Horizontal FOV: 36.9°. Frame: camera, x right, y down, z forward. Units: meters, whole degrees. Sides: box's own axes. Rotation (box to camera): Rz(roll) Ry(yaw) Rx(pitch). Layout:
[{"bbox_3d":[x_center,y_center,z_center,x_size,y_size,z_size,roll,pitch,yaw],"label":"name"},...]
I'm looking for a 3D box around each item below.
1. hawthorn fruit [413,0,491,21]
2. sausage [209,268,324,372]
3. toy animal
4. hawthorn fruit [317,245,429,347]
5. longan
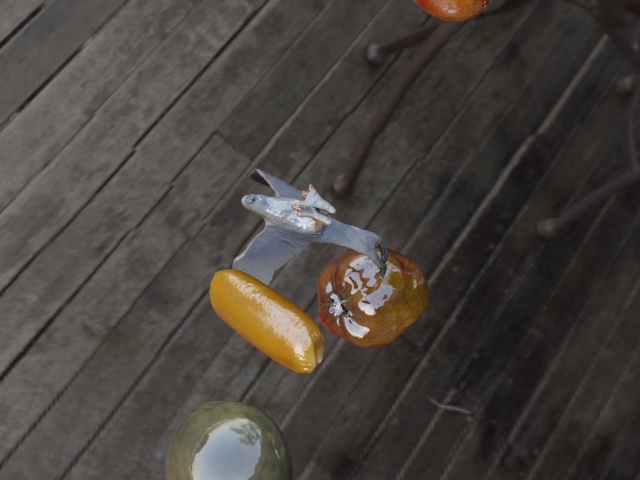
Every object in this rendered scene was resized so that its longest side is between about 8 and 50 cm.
[{"bbox_3d":[0.252,-0.504,1.852,0.173,0.173,0.172,4,82,-30],"label":"hawthorn fruit"},{"bbox_3d":[-0.084,0.124,1.513,0.098,0.238,0.098,-32,139,-32],"label":"sausage"},{"bbox_3d":[0.000,-0.005,1.630,0.284,0.302,0.224,12,77,-4],"label":"toy animal"},{"bbox_3d":[0.115,0.101,1.913,0.248,0.208,0.208,-18,94,-46],"label":"hawthorn fruit"},{"bbox_3d":[-0.076,0.192,0.784,0.106,0.106,0.119,20,74,-27],"label":"longan"}]
